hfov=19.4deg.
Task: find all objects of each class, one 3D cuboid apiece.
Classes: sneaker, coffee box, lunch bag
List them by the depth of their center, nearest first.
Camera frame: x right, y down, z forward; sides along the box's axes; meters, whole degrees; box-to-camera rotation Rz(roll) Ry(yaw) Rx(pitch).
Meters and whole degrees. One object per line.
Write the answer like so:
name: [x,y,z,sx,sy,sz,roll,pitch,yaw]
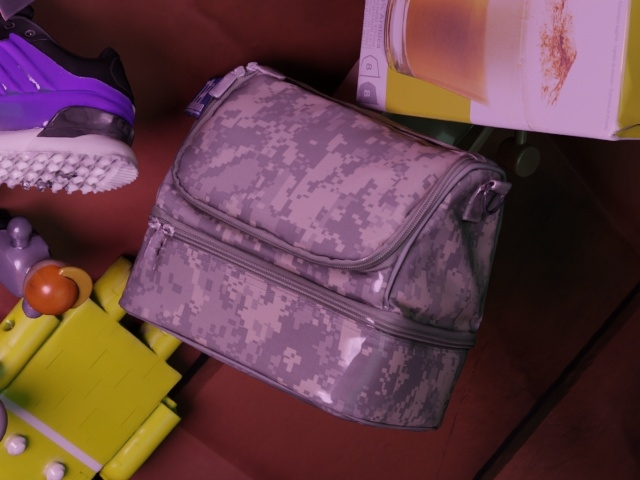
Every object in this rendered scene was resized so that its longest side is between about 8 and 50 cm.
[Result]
sneaker: [-0.291,-0.128,1.519,0.293,0.102,0.146,8,70,-21]
coffee box: [0.276,-0.262,1.662,0.338,0.334,0.337,0,98,-37]
lunch bag: [0.000,0.000,1.675,0.212,0.305,0.256,19,94,-57]

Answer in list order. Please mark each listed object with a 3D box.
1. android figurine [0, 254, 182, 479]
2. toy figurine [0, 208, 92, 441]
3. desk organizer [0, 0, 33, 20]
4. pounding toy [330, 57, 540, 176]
android figurine: [-0.237,0.148,1.770,0.273,0.056,0.248,-49,137,-7]
toy figurine: [-0.323,0.059,1.570,0.213,0.148,0.209,33,94,-46]
desk organizer: [-0.202,-0.229,1.407,0.130,0.050,0.047,-37,152,-11]
pounding toy: [0.130,-0.133,1.860,0.206,0.094,0.181,41,81,-39]
